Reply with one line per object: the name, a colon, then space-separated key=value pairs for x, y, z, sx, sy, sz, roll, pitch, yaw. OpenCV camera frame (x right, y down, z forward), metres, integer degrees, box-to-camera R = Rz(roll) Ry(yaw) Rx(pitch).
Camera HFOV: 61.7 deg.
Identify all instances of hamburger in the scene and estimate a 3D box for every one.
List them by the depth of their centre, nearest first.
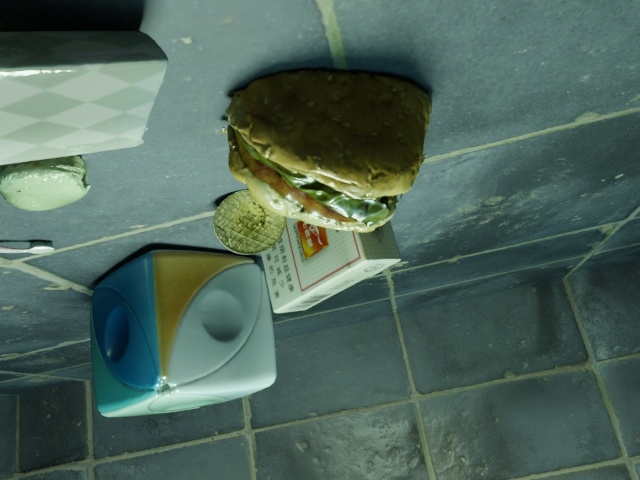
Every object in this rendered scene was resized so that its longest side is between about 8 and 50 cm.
hamburger: x=0.037 y=-0.117 z=0.789 sx=0.330 sy=0.209 sz=0.162 roll=-5 pitch=160 yaw=-21
hamburger: x=-0.426 y=-0.093 z=0.823 sx=0.133 sy=0.062 sz=0.140 roll=-4 pitch=157 yaw=-23

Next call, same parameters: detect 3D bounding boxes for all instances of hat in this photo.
hat: x=-0.147 y=-0.050 z=1.104 sx=0.146 sy=0.067 sz=0.146 roll=-5 pitch=119 yaw=-8

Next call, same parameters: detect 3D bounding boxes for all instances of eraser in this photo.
eraser: x=-0.376 y=-0.136 z=0.549 sx=0.397 sy=0.082 sz=0.213 roll=-17 pitch=165 yaw=-35

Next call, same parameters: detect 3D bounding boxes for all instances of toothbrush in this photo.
toothbrush: x=-0.666 y=0.014 z=1.039 sx=0.269 sy=0.027 sz=0.021 roll=0 pitch=122 yaw=-29

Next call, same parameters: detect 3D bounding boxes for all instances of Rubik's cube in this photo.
Rubik's cube: x=-0.346 y=0.238 z=1.350 sx=0.347 sy=0.352 sz=0.352 roll=10 pitch=149 yaw=-45

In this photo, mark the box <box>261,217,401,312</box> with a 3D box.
box: x=0.000 y=0.001 z=1.078 sx=0.095 sy=0.210 sz=0.330 roll=-2 pitch=159 yaw=-36
